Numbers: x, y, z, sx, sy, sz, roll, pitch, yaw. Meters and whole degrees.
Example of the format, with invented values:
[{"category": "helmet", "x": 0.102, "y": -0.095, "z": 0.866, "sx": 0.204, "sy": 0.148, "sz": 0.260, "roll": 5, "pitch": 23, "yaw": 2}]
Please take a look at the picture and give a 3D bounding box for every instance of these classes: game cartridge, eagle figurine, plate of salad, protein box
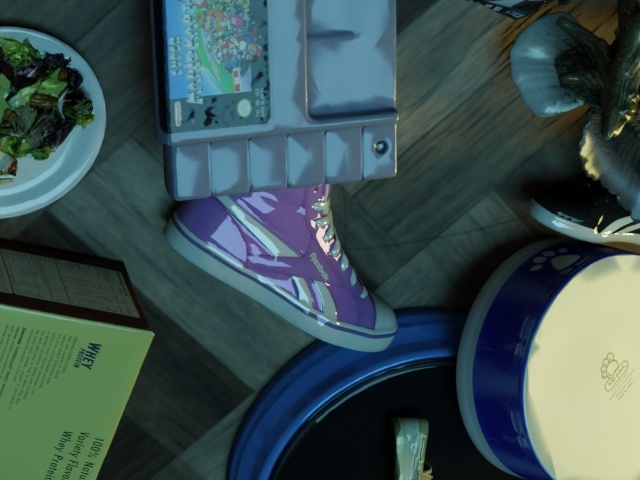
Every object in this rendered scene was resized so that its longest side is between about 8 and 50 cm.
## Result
[{"category": "game cartridge", "x": -0.042, "y": -0.217, "z": 1.634, "sx": 0.230, "sy": 0.068, "sz": 0.355, "roll": -9, "pitch": 112, "yaw": -20}, {"category": "eagle figurine", "x": 0.353, "y": -0.132, "z": 1.778, "sx": 0.226, "sy": 0.225, "sz": 0.298, "roll": -31, "pitch": 155, "yaw": 25}, {"category": "plate of salad", "x": -0.294, "y": -0.102, "z": 1.657, "sx": 0.200, "sy": 0.048, "sz": 0.199, "roll": -9, "pitch": 122, "yaw": -14}, {"category": "protein box", "x": -0.298, "y": 0.118, "z": 1.737, "sx": 0.201, "sy": 0.136, "sz": 0.199, "roll": 12, "pitch": 115, "yaw": -25}]

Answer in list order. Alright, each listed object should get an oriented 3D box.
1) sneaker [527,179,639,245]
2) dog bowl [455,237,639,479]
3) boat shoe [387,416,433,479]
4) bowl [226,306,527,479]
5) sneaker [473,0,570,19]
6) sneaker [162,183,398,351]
[{"category": "sneaker", "x": 0.323, "y": -0.061, "z": 1.898, "sx": 0.217, "sy": 0.079, "sz": 0.121, "roll": 8, "pitch": 113, "yaw": -32}, {"category": "dog bowl", "x": 0.276, "y": 0.133, "z": 1.912, "sx": 0.265, "sy": 0.104, "sz": 0.264, "roll": -7, "pitch": 101, "yaw": -36}, {"category": "boat shoe", "x": 0.097, "y": 0.247, "z": 1.921, "sx": 0.045, "sy": 0.050, "sz": 0.135, "roll": -7, "pitch": 122, "yaw": -10}, {"category": "bowl", "x": 0.093, "y": 0.257, "z": 2.004, "sx": 0.391, "sy": 0.077, "sz": 0.391, "roll": -10, "pitch": 123, "yaw": -15}, {"category": "sneaker", "x": 0.175, "y": -0.244, "z": 1.731, "sx": 0.178, "sy": 0.072, "sz": 0.077, "roll": -6, "pitch": 133, "yaw": -10}, {"category": "sneaker", "x": 0.000, "y": 0.000, "z": 1.799, "sx": 0.282, "sy": 0.102, "sz": 0.161, "roll": 30, "pitch": 103, "yaw": -32}]
